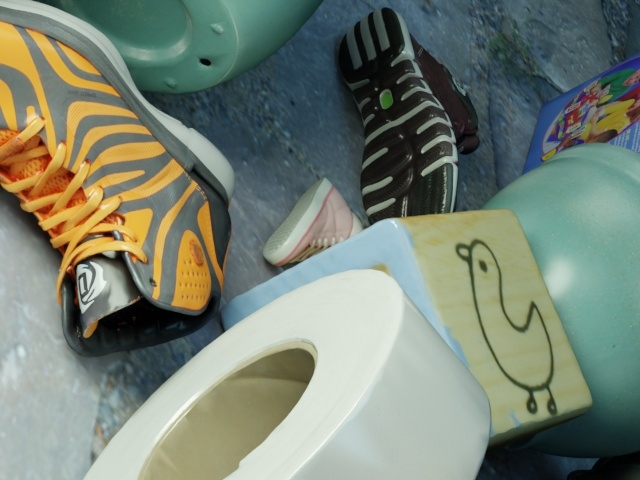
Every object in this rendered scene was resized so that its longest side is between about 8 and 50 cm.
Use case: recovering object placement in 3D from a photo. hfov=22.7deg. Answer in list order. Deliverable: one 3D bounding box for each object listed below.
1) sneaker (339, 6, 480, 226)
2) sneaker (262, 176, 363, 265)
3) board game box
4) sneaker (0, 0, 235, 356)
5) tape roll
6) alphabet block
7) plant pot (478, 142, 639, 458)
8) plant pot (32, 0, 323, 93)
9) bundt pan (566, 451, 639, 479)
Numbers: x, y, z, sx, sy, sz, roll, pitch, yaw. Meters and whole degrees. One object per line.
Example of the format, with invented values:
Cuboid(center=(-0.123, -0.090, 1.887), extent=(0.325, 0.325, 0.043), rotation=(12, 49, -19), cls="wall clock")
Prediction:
Cuboid(center=(0.116, -0.090, 1.574), extent=(0.162, 0.106, 0.281), rotation=(27, 45, -46), cls="sneaker")
Cuboid(center=(0.000, 0.000, 1.389), extent=(0.070, 0.051, 0.134), rotation=(50, 30, -9), cls="sneaker")
Cuboid(center=(0.334, -0.086, 1.754), extent=(0.078, 0.233, 0.347), rotation=(49, 35, -19), cls="board game box")
Cuboid(center=(-0.170, -0.034, 1.106), extent=(0.321, 0.124, 0.180), rotation=(33, 41, -38), cls="sneaker")
Cuboid(center=(-0.033, 0.149, 1.015), extent=(0.100, 0.286, 0.286), rotation=(51, 34, -18), cls="tape roll")
Cuboid(center=(0.071, 0.096, 1.287), extent=(0.197, 0.193, 0.192), rotation=(-7, 74, -56), cls="alphabet block")
Cuboid(center=(0.213, 0.077, 1.458), extent=(0.196, 0.293, 0.293), rotation=(-21, 83, -30), cls="plant pot")
Cuboid(center=(-0.107, -0.256, 1.228), extent=(0.293, 0.293, 0.235), rotation=(42, 53, -29), cls="plant pot")
Cuboid(center=(0.363, 0.329, 1.466), extent=(0.330, 0.124, 0.331), rotation=(11, 61, -20), cls="bundt pan")
